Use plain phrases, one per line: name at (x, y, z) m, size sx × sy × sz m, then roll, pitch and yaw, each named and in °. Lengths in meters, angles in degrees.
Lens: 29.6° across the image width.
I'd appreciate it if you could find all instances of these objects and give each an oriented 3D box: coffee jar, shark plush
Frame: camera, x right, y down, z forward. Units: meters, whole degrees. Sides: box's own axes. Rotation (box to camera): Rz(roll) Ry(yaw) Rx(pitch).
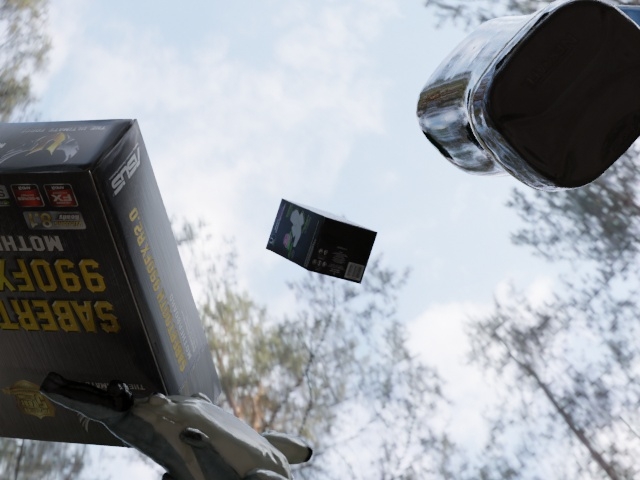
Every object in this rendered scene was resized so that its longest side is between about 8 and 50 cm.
coffee jar at (0.115, -0.079, 0.660) m, size 0.079 × 0.184 × 0.096 m, roll 42°, pitch -89°, yaw -9°
shark plush at (-0.071, 0.118, 0.615) m, size 0.161 × 0.073 × 0.067 m, roll 30°, pitch -78°, yaw -19°

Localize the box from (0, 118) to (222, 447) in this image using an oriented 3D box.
box at (-0.187, 0.026, 0.670) m, size 0.231 × 0.056 × 0.183 m, roll 1°, pitch -56°, yaw 21°

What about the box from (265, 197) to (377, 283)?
box at (0.000, 0.000, 1.097) m, size 0.062 × 0.083 × 0.052 m, roll 16°, pitch -84°, yaw -33°

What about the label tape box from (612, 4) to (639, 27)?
label tape box at (0.327, -0.024, 0.733) m, size 0.115 × 0.249 × 0.348 m, roll -37°, pitch -72°, yaw -6°
